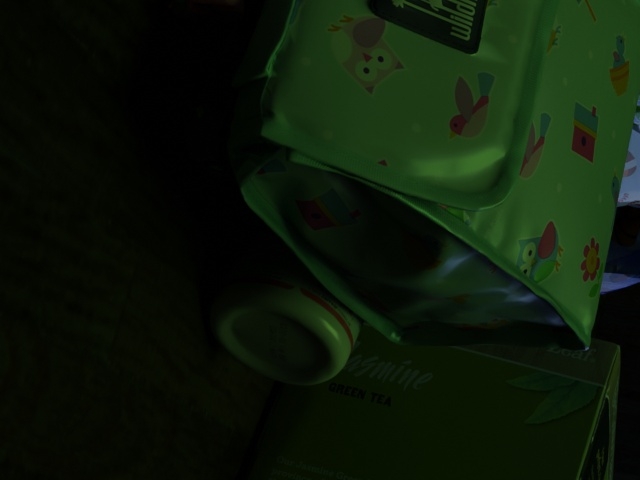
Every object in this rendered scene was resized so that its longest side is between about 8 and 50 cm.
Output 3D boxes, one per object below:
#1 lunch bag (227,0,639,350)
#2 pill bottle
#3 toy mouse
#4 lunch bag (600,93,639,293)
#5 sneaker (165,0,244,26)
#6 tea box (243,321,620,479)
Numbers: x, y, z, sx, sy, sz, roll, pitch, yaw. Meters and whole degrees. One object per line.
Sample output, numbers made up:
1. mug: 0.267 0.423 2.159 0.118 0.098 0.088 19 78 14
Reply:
1. lunch bag: 0.058 -0.087 0.987 0.262 0.160 0.223 41 57 -48
2. pill bottle: 0.000 0.000 1.113 0.087 0.087 0.160 83 26 -51
3. toy mouse: -0.049 -0.089 0.970 0.143 0.031 0.161 -50 150 -59
4. lunch bag: 0.254 -0.172 1.512 0.385 0.239 0.328 97 -2 -64
5. sneaker: -0.056 -0.152 0.880 0.119 0.047 0.057 88 14 -64
6. tea box: 0.069 0.256 1.323 0.329 0.220 0.323 79 29 -57
